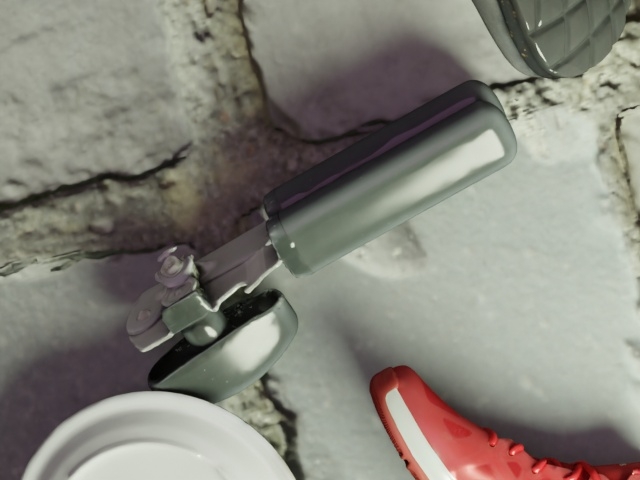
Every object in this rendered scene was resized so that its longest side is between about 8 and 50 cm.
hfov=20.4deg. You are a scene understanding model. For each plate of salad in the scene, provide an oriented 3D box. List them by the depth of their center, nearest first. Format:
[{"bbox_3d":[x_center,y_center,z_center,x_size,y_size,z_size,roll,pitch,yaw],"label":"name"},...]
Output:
[{"bbox_3d":[-0.099,0.191,1.128,0.200,0.048,0.199,2,98,12],"label":"plate of salad"}]

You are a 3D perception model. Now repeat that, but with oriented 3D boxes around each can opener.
[{"bbox_3d":[0.000,0.000,1.114,0.280,0.074,0.093,-34,115,10],"label":"can opener"}]

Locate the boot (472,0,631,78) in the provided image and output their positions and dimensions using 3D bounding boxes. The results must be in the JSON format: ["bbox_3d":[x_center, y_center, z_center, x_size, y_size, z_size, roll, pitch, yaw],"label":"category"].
[{"bbox_3d":[0.039,-0.234,1.063,0.223,0.118,0.338,-20,92,51],"label":"boot"}]

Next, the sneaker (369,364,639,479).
[{"bbox_3d":[0.135,0.142,1.071,0.128,0.087,0.221,-37,92,0],"label":"sneaker"}]
